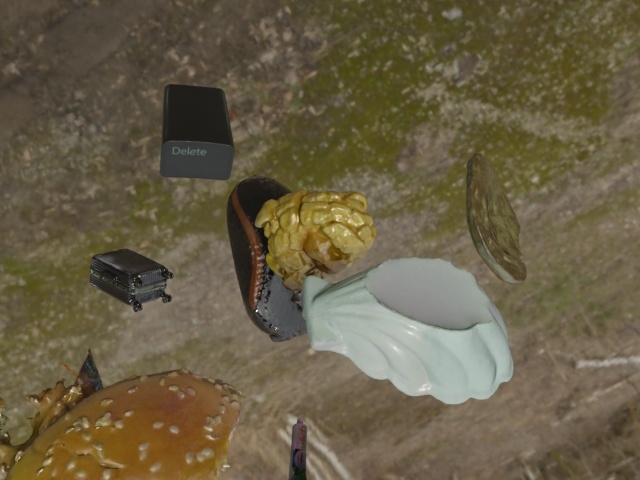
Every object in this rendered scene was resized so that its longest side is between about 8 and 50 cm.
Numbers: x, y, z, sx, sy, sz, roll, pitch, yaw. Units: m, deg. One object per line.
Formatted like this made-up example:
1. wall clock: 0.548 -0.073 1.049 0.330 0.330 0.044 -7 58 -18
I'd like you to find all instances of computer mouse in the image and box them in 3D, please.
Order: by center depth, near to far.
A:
1. computer mouse: -0.077 0.024 1.570 0.116 0.324 0.182 -27 160 39

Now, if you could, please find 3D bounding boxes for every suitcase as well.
1. suitcase: -0.306 0.060 1.358 0.086 0.126 0.059 -14 119 -51

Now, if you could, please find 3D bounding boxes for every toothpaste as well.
1. toothpaste: -0.039 0.384 1.509 0.045 0.170 0.028 37 119 -23

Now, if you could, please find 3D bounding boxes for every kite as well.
1. kite: -0.519 0.311 1.864 0.010 0.159 0.190 -35 163 -53

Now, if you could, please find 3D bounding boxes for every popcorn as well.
1. popcorn: -0.011 -0.016 1.347 0.194 0.163 0.140 -39 176 37

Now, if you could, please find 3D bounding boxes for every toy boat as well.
1. toy boat: 0.124 0.092 1.039 0.290 0.200 0.100 7 134 -19

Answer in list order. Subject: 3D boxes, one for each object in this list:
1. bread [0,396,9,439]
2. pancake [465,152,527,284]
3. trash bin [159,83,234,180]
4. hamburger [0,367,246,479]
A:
1. bread: -0.600 0.290 1.270 0.245 0.121 0.174 -3 180 27
2. pancake: 0.294 -0.035 1.447 0.042 0.236 0.222 -20 156 30
3. trash bin: -0.298 -0.264 2.015 0.165 0.226 0.115 2 138 -13
4. hamburger: -0.298 0.338 1.074 0.446 0.286 0.268 -64 -174 -16
